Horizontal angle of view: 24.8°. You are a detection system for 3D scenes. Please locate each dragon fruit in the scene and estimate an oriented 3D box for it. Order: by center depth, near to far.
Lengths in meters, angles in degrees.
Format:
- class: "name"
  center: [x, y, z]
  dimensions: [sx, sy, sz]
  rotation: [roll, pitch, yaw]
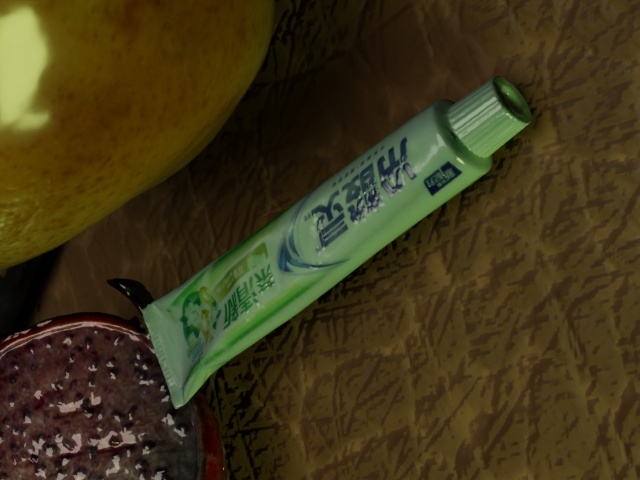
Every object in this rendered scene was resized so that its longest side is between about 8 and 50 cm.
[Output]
- class: "dragon fruit"
  center: [-0.150, 0.167, 0.991]
  dimensions: [0.219, 0.148, 0.223]
  rotation: [-24, 65, 12]

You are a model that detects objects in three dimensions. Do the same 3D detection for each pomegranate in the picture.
- class: "pomegranate"
  center: [-0.238, -0.172, 0.849]
  dimensions: [0.417, 0.417, 0.416]
  rotation: [5, 97, 44]

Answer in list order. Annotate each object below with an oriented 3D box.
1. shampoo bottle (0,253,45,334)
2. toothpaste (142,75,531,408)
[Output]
- class: "shampoo bottle"
  center: [-0.235, -0.007, 1.097]
  dimensions: [0.063, 0.057, 0.207]
  rotation: [-108, 39, -56]
- class: "toothpaste"
  center: [0.000, 0.000, 0.851]
  dimensions: [0.297, 0.048, 0.074]
  rotation: [-36, 61, 31]
